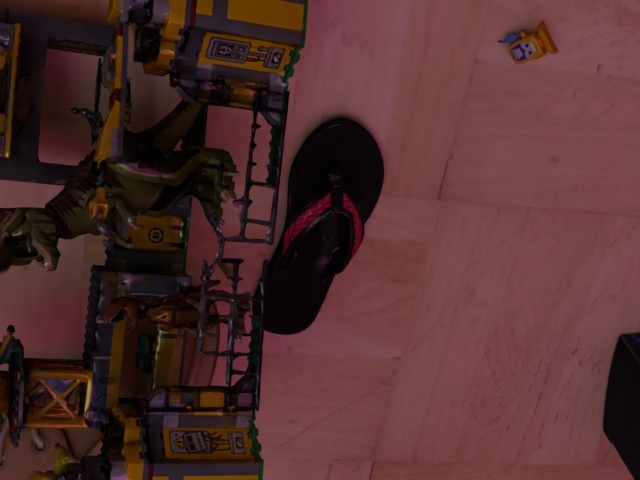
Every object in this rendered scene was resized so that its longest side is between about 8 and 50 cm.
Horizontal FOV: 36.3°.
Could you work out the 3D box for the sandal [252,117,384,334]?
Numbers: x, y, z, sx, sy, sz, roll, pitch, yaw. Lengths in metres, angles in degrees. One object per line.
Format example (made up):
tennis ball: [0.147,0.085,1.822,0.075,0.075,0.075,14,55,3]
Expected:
sandal: [0.000,0.000,0.689,0.067,0.040,0.179,12,117,-17]

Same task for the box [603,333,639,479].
box: [0.354,0.149,0.776,0.207,0.153,0.108,-6,120,-8]

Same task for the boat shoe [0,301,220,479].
boat shoe: [-0.196,0.160,0.699,0.110,0.122,0.341,31,112,-25]

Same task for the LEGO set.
LEGO set: [-0.143,-0.005,0.504,0.192,0.255,0.332,4,100,-23]

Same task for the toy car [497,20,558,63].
toy car: [0.098,-0.146,0.617,0.040,0.060,0.122,-20,120,39]
